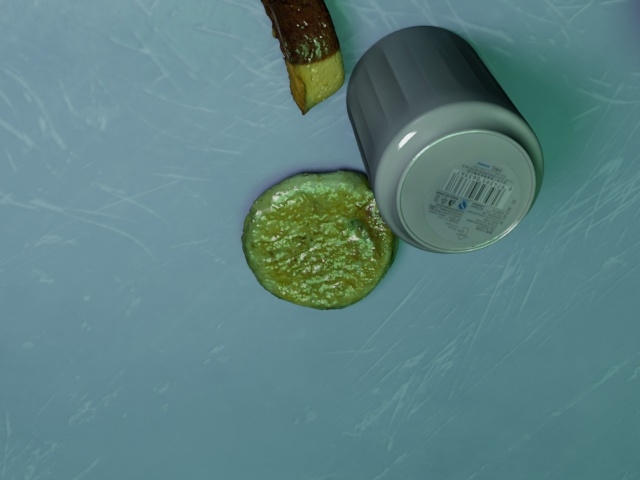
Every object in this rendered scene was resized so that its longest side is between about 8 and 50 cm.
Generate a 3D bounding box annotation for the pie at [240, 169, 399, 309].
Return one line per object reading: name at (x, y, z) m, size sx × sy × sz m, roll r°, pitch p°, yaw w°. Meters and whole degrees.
pie at (0.000, 0.000, 1.640) m, size 0.276 × 0.078 × 0.277 m, roll -2°, pitch 119°, yaw -3°

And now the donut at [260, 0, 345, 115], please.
donut at (-0.018, -0.286, 1.427) m, size 0.085 × 0.141 × 0.217 m, roll -21°, pitch 127°, yaw -5°

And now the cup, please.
cup at (0.185, -0.116, 1.443) m, size 0.236 × 0.327 × 0.323 m, roll -18°, pitch 124°, yaw 2°
